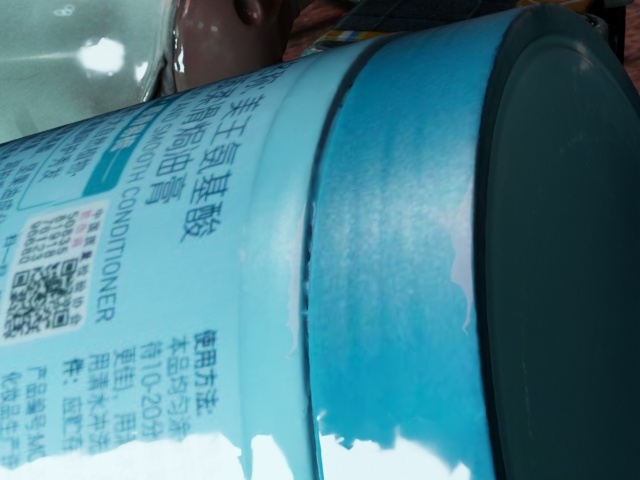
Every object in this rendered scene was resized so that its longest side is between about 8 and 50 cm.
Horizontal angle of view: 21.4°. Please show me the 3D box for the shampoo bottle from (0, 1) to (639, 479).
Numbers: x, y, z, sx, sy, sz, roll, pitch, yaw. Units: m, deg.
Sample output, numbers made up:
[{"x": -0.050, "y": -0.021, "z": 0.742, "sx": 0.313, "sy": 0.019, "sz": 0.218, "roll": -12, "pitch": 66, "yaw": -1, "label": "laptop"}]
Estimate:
[{"x": -0.032, "y": 0.104, "z": 0.680, "sx": 0.343, "sy": 0.331, "sz": 0.331, "roll": -12, "pitch": 32, "yaw": 24, "label": "shampoo bottle"}]

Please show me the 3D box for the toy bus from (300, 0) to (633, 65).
[{"x": 0.092, "y": -0.084, "z": 0.994, "sx": 0.167, "sy": 0.138, "sz": 0.275, "roll": 5, "pitch": 24, "yaw": 15, "label": "toy bus"}]

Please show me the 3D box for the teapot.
[{"x": -0.151, "y": -0.171, "z": 1.330, "sx": 0.312, "sy": 0.233, "sz": 0.315, "roll": 6, "pitch": 37, "yaw": 30, "label": "teapot"}]

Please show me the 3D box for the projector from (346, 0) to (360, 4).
[{"x": 0.084, "y": -0.285, "z": 1.383, "sx": 0.177, "sy": 0.163, "sz": 0.242, "roll": -35, "pitch": 26, "yaw": -14, "label": "projector"}]
